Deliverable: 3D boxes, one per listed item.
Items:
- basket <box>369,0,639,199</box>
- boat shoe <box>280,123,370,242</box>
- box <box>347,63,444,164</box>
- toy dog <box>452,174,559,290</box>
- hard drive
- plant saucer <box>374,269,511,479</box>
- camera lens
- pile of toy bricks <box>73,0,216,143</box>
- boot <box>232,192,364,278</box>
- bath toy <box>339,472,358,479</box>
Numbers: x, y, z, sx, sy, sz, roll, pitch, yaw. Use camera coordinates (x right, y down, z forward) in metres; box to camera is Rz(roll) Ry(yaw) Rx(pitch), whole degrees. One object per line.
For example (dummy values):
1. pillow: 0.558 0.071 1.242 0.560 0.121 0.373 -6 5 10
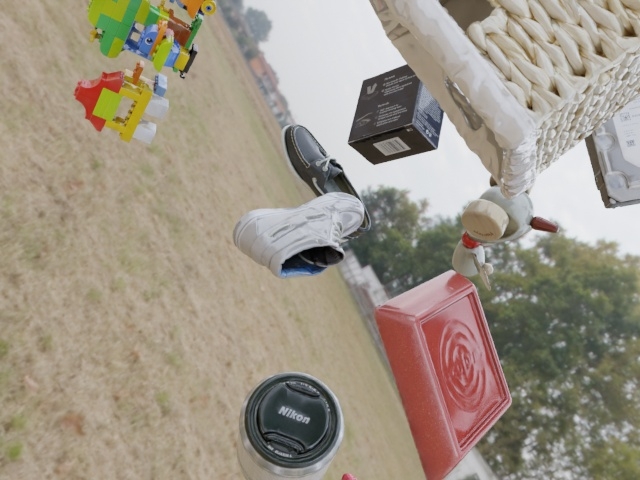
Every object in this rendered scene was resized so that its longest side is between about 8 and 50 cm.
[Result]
1. basket: 0.233 -0.269 0.672 0.328 0.266 0.331 57 12 14
2. boat shoe: 0.018 -0.141 1.308 0.091 0.114 0.303 -21 -74 48
3. box: 0.152 -0.246 1.106 0.093 0.156 0.158 33 62 -39
4. toy dog: 0.372 -0.010 1.157 0.161 0.220 0.333 32 -3 18
5. hard drive: 0.666 -0.249 1.174 0.064 0.236 0.339 42 40 -74
6. plant saucer: 0.203 0.188 0.863 0.258 0.047 0.259 -16 87 -50
7. camera lens: -0.073 0.433 1.260 0.274 0.219 0.219 104 -34 -52
8. pile of toy bricks: -0.171 -0.210 0.539 0.105 0.212 0.118 20 33 -29
9. boot: 0.000 0.000 0.884 0.123 0.258 0.095 39 -51 36
10. bath toy: -0.082 0.373 0.738 0.151 0.348 0.129 -126 -134 -58
